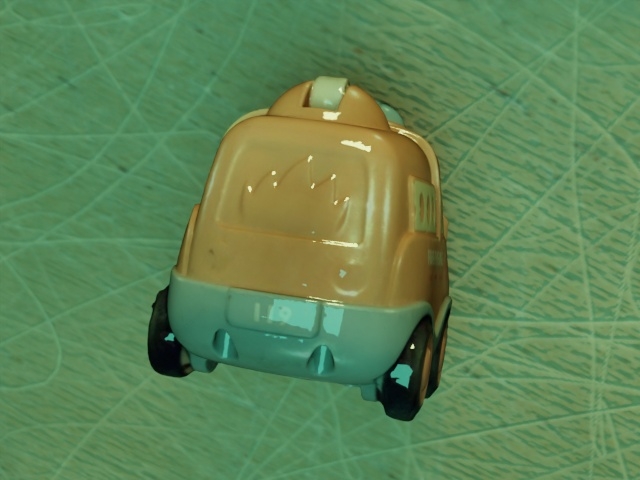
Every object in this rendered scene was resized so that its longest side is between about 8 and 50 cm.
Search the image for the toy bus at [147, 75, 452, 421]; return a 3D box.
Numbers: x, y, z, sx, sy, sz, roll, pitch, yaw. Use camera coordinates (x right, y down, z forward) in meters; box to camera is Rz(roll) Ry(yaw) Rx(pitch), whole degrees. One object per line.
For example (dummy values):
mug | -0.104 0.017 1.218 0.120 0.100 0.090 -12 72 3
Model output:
toy bus | 0.000 0.000 0.885 0.194 0.287 0.232 6 92 12
